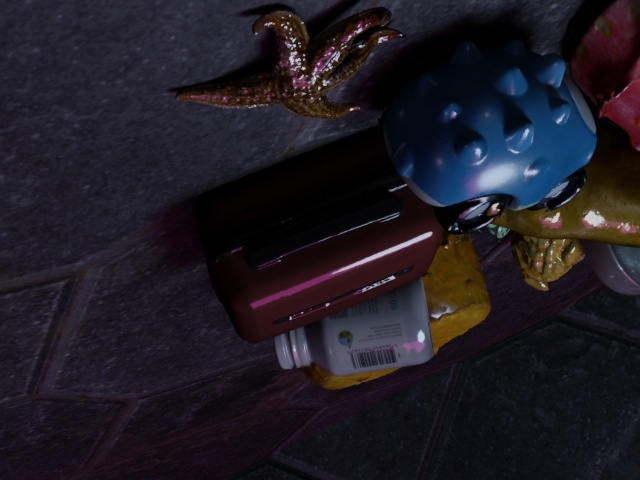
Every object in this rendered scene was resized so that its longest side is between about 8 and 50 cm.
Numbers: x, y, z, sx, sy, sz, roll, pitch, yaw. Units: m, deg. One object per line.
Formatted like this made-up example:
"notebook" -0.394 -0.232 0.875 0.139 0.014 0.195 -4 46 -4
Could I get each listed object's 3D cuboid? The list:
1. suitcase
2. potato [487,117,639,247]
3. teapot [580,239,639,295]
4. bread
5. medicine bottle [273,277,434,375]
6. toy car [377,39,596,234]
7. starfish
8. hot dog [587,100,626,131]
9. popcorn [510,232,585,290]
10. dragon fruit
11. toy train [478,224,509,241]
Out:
"suitcase" 0.000 0.000 1.369 0.297 0.161 0.236 -21 163 -7
"potato" 0.352 -0.080 1.407 0.369 0.176 0.195 11 -176 -13
"teapot" 0.596 -0.074 1.771 0.312 0.315 0.233 -18 -145 47
"bread" 0.092 0.102 1.718 0.358 0.204 0.337 -25 158 8
"medicine bottle" 0.044 0.120 1.512 0.215 0.135 0.135 -9 163 6
"toy car" 0.200 -0.134 1.204 0.255 0.188 0.190 -14 152 -28
"starfish" -0.021 -0.161 1.055 0.238 0.057 0.213 -24 155 -4
"hot dog" 0.451 -0.182 1.566 0.242 0.073 0.084 -3 149 -43
"popcorn" 0.414 0.002 1.961 0.163 0.140 0.194 -39 169 17
"dragon fruit" 0.500 -0.221 1.272 0.371 0.249 0.386 -26 165 -9
"toy train" 0.248 -0.057 1.657 0.149 0.099 0.081 21 99 -57
